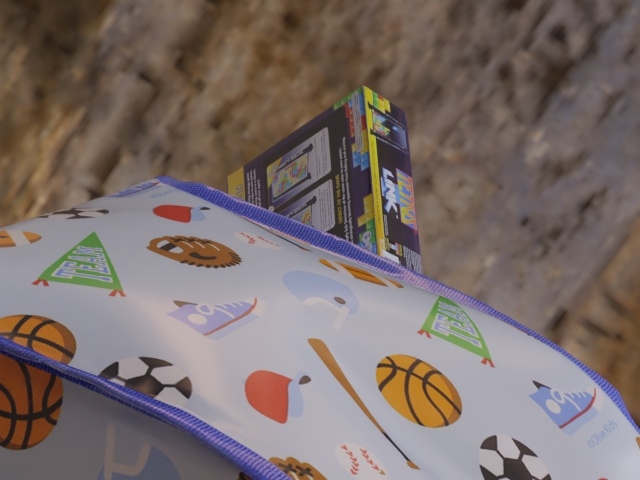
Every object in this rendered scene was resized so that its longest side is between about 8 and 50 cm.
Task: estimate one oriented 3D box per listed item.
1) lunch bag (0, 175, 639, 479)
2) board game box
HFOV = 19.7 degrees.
[{"bbox_3d":[-0.027,0.139,1.011,0.328,0.386,0.238,-29,133,-61],"label":"lunch bag"},{"bbox_3d":[0.000,0.000,1.259,0.141,0.048,0.170,-32,-135,34],"label":"board game box"}]
